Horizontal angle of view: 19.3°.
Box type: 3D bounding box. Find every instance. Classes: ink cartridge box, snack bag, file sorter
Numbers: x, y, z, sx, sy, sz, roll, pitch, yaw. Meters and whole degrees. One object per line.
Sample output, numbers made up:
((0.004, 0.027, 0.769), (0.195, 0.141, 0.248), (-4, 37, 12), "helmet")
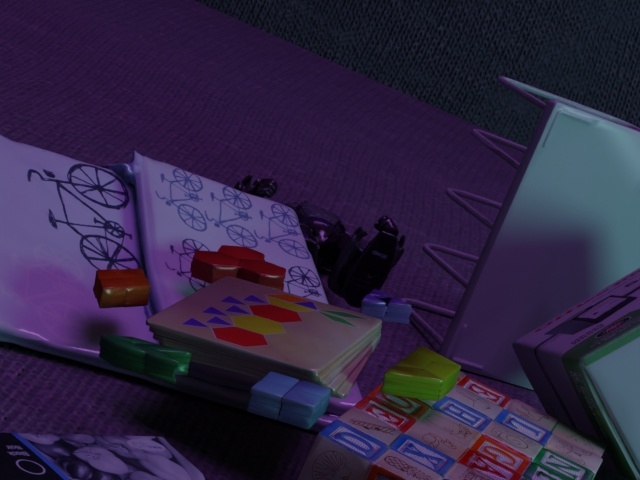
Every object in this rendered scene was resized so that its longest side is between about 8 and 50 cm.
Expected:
((-0.117, 0.183, 1.126), (0.206, 0.045, 0.208), (9, 21, -48), "ink cartridge box")
((-0.143, 0.018, 1.581), (0.342, 0.037, 0.323), (18, 28, -22), "snack bag")
((0.301, 0.095, 1.614), (0.121, 0.211, 0.289), (61, -5, -2), "ink cartridge box")
((0.228, -0.007, 1.918), (0.193, 0.277, 0.173), (17, 13, -25), "file sorter")

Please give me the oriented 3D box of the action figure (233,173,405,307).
((0.000, 0.000, 1.899), (0.185, 0.099, 0.285), (11, 12, -10), "action figure")

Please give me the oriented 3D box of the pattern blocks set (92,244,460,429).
((-0.036, 0.070, 1.416), (0.285, 0.026, 0.325), (18, 15, 23), "pattern blocks set")

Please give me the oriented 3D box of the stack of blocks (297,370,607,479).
((0.097, 0.183, 1.382), (0.171, 0.087, 0.297), (26, 14, 12), "stack of blocks")
